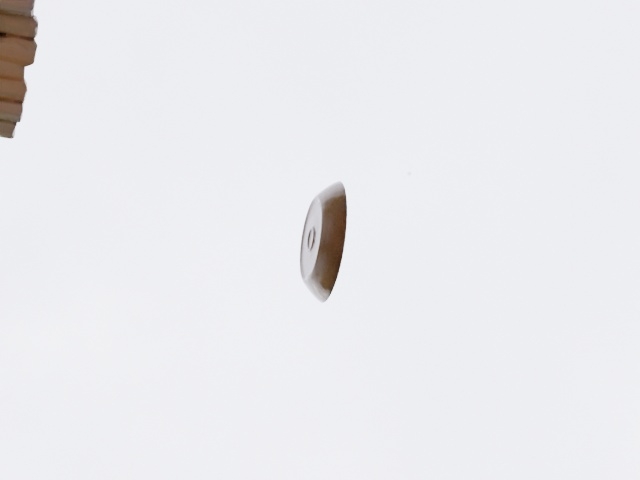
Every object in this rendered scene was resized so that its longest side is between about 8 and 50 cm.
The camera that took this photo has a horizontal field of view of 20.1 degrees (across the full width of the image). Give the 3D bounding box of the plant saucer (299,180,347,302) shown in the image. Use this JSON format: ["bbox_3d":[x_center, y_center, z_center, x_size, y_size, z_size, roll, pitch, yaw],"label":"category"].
[{"bbox_3d":[0.000,0.000,1.220,0.015,0.083,0.083,8,-87,-13],"label":"plant saucer"}]

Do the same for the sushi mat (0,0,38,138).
[{"bbox_3d":[-0.225,-0.128,0.496,0.316,0.019,0.151,10,-82,-5],"label":"sushi mat"}]
